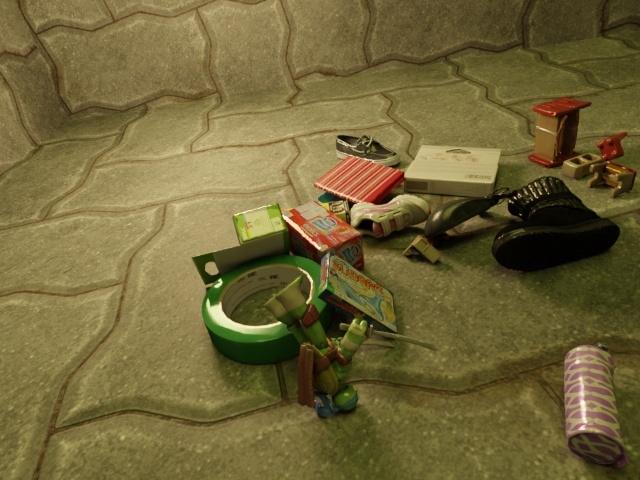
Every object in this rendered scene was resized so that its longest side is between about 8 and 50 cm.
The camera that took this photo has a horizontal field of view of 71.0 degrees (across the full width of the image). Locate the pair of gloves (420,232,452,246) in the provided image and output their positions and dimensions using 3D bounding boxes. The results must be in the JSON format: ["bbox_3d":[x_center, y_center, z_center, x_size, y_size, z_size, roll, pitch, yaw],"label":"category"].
[{"bbox_3d":[0.335,-0.009,1.310,0.083,0.010,0.074,-31,39,-30],"label":"pair of gloves"}]

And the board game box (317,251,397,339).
[{"bbox_3d":[0.086,0.126,1.033,0.035,0.201,0.136,-47,21,29],"label":"board game box"}]

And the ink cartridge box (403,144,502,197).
[{"bbox_3d":[0.469,-0.249,1.582,0.297,0.066,0.261,8,37,24],"label":"ink cartridge box"}]

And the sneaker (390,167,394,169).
[{"bbox_3d":[0.219,-0.246,1.643,0.191,0.071,0.083,12,34,29],"label":"sneaker"}]

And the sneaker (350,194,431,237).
[{"bbox_3d":[0.202,-0.059,1.339,0.253,0.102,0.111,-9,36,26],"label":"sneaker"}]

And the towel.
[{"bbox_3d":[0.133,-0.204,1.549,0.199,0.031,0.275,-40,43,-22],"label":"towel"}]

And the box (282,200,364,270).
[{"bbox_3d":[0.000,0.000,1.279,0.128,0.122,0.257,-25,37,-21],"label":"box"}]

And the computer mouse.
[{"bbox_3d":[0.402,-0.089,1.284,0.272,0.072,0.188,-25,-4,-16],"label":"computer mouse"}]

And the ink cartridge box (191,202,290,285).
[{"bbox_3d":[-0.219,0.014,1.238,0.256,0.188,0.096,-16,64,-11],"label":"ink cartridge box"}]

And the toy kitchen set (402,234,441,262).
[{"bbox_3d":[0.279,0.036,1.248,0.068,0.075,0.083,-48,-3,6],"label":"toy kitchen set"}]

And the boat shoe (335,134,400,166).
[{"bbox_3d":[0.183,-0.370,1.802,0.301,0.102,0.108,23,46,40],"label":"boat shoe"}]

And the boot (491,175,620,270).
[{"bbox_3d":[0.567,-0.054,1.204,0.348,0.131,0.260,-6,39,-13],"label":"boot"}]

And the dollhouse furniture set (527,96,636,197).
[{"bbox_3d":[0.871,-0.318,1.463,0.152,0.201,0.374,-19,34,-13],"label":"dollhouse furniture set"}]

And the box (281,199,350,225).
[{"bbox_3d":[-0.022,-0.072,1.451,0.233,0.058,0.087,-8,34,2],"label":"box"}]

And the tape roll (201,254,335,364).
[{"bbox_3d":[-0.127,0.159,1.118,0.322,0.077,0.321,-6,34,4],"label":"tape roll"}]

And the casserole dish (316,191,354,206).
[{"bbox_3d":[0.076,-0.147,1.558,0.189,0.036,0.114,-29,38,-28],"label":"casserole dish"}]

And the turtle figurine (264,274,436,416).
[{"bbox_3d":[0.033,0.181,0.910,0.275,0.266,0.198,-39,-1,5],"label":"turtle figurine"}]

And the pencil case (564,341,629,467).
[{"bbox_3d":[0.477,0.280,0.785,0.088,0.086,0.206,29,45,6],"label":"pencil case"}]
